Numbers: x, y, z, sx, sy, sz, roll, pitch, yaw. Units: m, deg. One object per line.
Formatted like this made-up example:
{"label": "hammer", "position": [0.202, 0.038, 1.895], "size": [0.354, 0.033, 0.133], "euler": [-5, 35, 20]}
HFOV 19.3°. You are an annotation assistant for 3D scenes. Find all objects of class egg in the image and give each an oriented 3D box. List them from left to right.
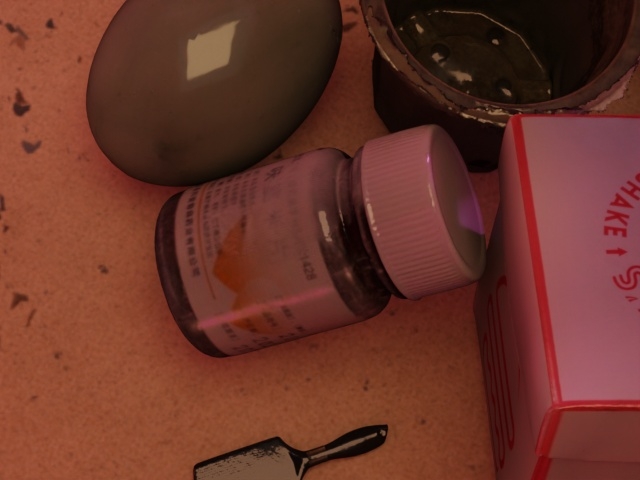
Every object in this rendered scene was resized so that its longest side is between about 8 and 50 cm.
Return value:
{"label": "egg", "position": [-0.099, -0.171, 1.789], "size": [0.283, 0.203, 0.203], "euler": [-42, 80, -18]}

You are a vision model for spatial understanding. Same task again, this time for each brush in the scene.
{"label": "brush", "position": [-0.024, 0.211, 1.772], "size": [0.193, 0.016, 0.063], "euler": [-18, 75, -10]}

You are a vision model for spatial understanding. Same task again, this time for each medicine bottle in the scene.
{"label": "medicine bottle", "position": [0.000, 0.000, 1.714], "size": [0.273, 0.165, 0.165], "euler": [-17, 72, 20]}

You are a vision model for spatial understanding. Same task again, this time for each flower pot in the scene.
{"label": "flower pot", "position": [0.161, -0.191, 1.789], "size": [0.290, 0.259, 0.290], "euler": [2, 69, -6]}

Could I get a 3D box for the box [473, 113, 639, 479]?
{"label": "box", "position": [0.311, 0.097, 1.655], "size": [0.314, 0.300, 0.312], "euler": [0, 54, -5]}
